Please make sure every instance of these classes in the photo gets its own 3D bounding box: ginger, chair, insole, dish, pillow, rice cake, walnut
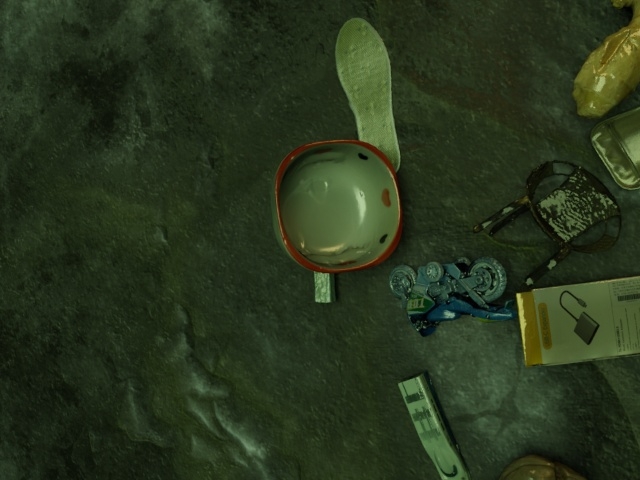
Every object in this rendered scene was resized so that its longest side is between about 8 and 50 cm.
[{"bbox_3d":[0.568,-0.358,0.997,0.362,0.122,0.348,-2,82,14],"label":"ginger"},{"bbox_3d":[0.380,-0.029,1.070,0.213,0.149,0.174,-40,75,13],"label":"chair"},{"bbox_3d":[0.092,-0.273,1.252,0.109,0.007,0.322,-11,86,22],"label":"insole"},{"bbox_3d":[0.018,-0.057,1.193,0.256,0.117,0.256,1,86,-19],"label":"dish"},{"bbox_3d":[0.558,-0.181,1.050,0.217,0.033,0.130,-32,74,17],"label":"pillow"},{"bbox_3d":[0.000,0.000,1.271,0.042,0.045,0.245,-8,88,21],"label":"rice cake"},{"bbox_3d":[0.356,0.470,1.076,0.178,0.178,0.231,25,106,20],"label":"walnut"}]

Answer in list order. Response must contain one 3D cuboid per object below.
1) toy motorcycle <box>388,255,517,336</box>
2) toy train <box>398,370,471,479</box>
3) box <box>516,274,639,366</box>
[{"bbox_3d":[0.223,0.101,1.145,0.254,0.092,0.136,-9,88,46],"label":"toy motorcycle"},{"bbox_3d":[0.212,0.358,1.188,0.052,0.051,0.234,-25,81,24],"label":"toy train"},{"bbox_3d":[0.446,0.128,1.062,0.247,0.033,0.129,-7,90,4],"label":"box"}]
